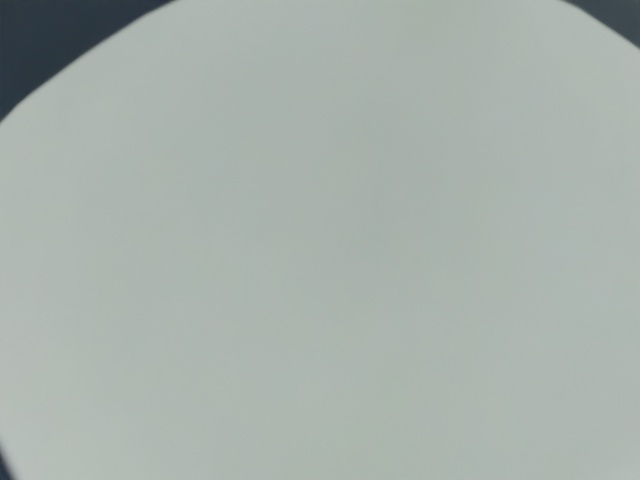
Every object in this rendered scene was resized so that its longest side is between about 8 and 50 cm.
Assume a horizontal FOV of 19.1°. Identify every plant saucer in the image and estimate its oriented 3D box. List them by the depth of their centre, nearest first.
[{"bbox_3d":[0.000,0.000,0.369,0.400,0.100,0.400,-2,96,-21],"label":"plant saucer"}]
